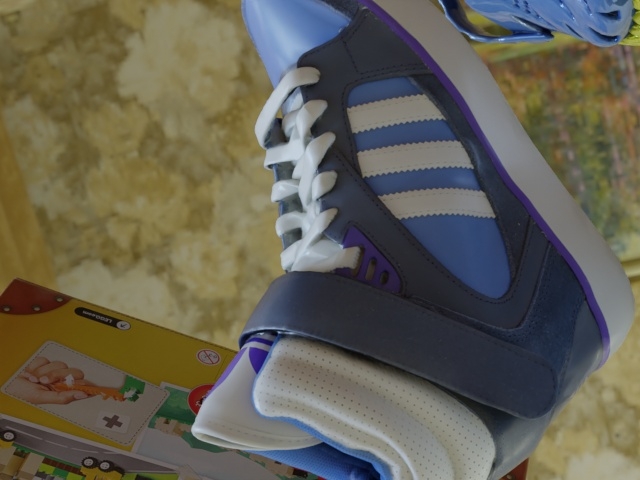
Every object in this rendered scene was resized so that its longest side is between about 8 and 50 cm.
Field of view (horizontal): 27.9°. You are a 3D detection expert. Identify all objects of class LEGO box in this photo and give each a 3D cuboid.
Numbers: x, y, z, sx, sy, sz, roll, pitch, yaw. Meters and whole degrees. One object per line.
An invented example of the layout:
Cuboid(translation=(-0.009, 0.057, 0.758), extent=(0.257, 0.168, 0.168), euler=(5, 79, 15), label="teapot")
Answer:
Cuboid(translation=(-0.105, 0.270, 1.038), extent=(0.500, 0.193, 0.372), euler=(18, -148, 4), label="LEGO box")

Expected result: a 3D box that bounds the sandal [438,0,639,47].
Cuboid(translation=(0.168, -0.199, 0.972), extent=(0.138, 0.126, 0.317), euler=(-6, -178, -1), label="sandal")

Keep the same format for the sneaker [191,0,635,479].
Cuboid(translation=(0.000, 0.000, 0.709), extent=(0.236, 0.323, 0.130), euler=(-36, 173, -25), label="sneaker")
